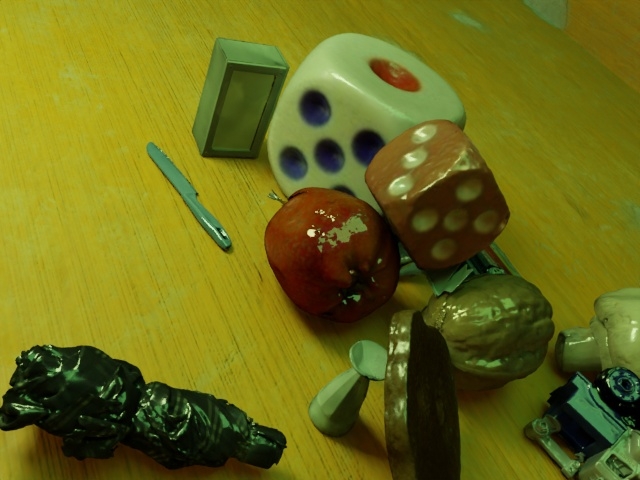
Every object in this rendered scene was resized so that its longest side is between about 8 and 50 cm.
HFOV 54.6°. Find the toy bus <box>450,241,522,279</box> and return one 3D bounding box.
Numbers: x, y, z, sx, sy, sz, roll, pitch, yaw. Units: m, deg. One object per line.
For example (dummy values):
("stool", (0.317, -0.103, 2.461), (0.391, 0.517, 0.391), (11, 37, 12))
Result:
("toy bus", (0.303, 0.046, 1.235), (0.120, 0.121, 0.265), (4, 42, -37))

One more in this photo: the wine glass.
("wine glass", (0.044, 0.211, 0.875), (0.073, 0.155, 0.073), (16, 43, -16))

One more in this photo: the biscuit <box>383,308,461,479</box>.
("biscuit", (0.139, 0.244, 0.841), (0.257, 0.049, 0.273), (44, 41, -53))

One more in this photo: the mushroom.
("mushroom", (0.553, 0.208, 1.135), (0.260, 0.234, 0.254), (50, 35, -48))

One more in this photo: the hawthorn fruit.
("hawthorn fruit", (0.000, 0.000, 1.054), (0.211, 0.211, 0.299), (-11, 41, -36))

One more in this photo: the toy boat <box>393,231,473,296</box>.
("toy boat", (0.197, 0.019, 1.097), (0.067, 0.220, 0.291), (53, 8, -14))

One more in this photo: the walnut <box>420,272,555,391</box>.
("walnut", (0.270, 0.153, 1.031), (0.245, 0.198, 0.198), (-8, 49, -24))

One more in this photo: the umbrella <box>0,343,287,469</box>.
("umbrella", (-0.214, 0.222, 0.764), (0.336, 0.154, 0.128), (26, 75, -28))

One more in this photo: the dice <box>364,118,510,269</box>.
("dice", (0.183, -0.073, 1.003), (0.175, 0.179, 0.174), (49, 12, -37))

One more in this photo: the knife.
("knife", (-0.250, -0.092, 1.160), (0.044, 0.019, 0.313), (-11, 51, -47))

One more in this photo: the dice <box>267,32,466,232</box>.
("dice", (0.086, -0.204, 1.237), (0.304, 0.304, 0.277), (38, 39, 14))

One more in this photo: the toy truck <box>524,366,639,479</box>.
("toy truck", (0.463, 0.323, 1.003), (0.177, 0.161, 0.213), (-34, 67, -25))

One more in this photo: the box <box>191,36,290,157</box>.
("box", (-0.164, -0.279, 1.245), (0.129, 0.225, 0.086), (-2, 47, -29))
